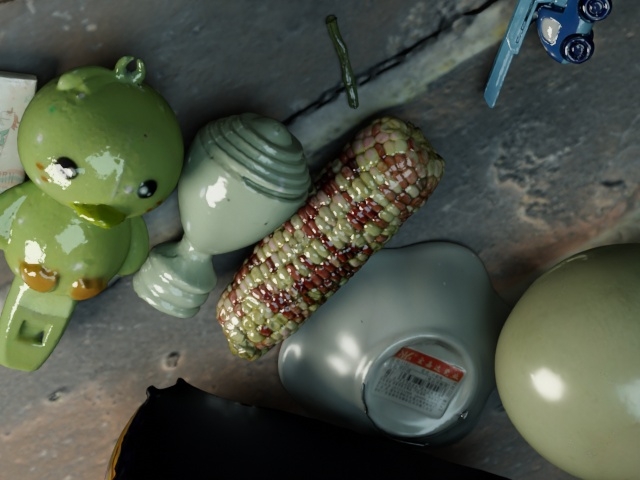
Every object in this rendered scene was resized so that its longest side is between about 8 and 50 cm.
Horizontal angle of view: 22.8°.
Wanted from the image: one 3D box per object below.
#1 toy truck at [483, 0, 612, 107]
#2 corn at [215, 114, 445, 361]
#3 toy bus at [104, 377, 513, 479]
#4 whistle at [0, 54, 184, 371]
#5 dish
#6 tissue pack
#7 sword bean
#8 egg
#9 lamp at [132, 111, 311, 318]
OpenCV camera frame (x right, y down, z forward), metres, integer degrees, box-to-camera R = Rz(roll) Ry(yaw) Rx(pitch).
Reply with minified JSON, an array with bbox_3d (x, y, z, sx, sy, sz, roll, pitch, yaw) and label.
[{"bbox_3d":[0.193,-0.168,1.341,0.074,0.063,0.136,20,110,1],"label":"toy truck"},{"bbox_3d":[0.000,0.000,1.353,0.086,0.086,0.253,39,103,-24],"label":"corn"},{"bbox_3d":[-0.015,0.262,1.392,0.386,0.171,0.162,19,143,-16],"label":"toy bus"},{"bbox_3d":[-0.194,-0.012,1.269,0.141,0.141,0.294,14,105,-18],"label":"whistle"},{"bbox_3d":[0.081,0.116,1.423,0.229,0.081,0.229,-5,113,-11],"label":"dish"},{"bbox_3d":[-0.263,-0.085,1.288,0.056,0.023,0.108,4,112,-16],"label":"tissue pack"},{"bbox_3d":[0.020,-0.149,1.333,0.012,0.012,0.083,-19,115,-5],"label":"sword bean"},{"bbox_3d":[0.283,0.110,1.391,0.269,0.219,0.219,0,114,-32],"label":"egg"},{"bbox_3d":[-0.083,-0.022,1.321,0.106,0.106,0.193,24,116,-21],"label":"lamp"}]
